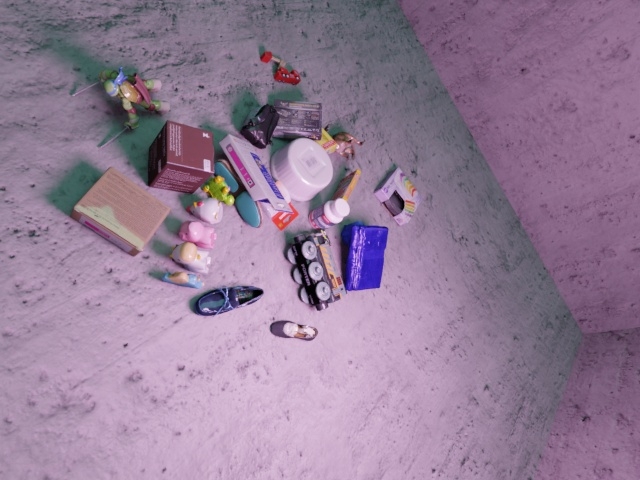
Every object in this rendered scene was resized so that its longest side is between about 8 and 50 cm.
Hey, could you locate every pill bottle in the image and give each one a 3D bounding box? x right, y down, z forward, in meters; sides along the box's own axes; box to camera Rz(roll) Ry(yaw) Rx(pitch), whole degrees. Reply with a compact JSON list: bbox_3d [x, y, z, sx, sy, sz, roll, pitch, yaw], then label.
[{"bbox_3d":[0.040,-0.118,1.884,0.108,0.180,0.107,16,63,-34],"label":"pill bottle"}]

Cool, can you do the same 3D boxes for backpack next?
[{"bbox_3d":[-0.263,-0.508,1.834,0.152,0.115,0.181,43,60,-42],"label":"backpack"},{"bbox_3d":[0.169,-0.028,1.993,0.098,0.120,0.101,35,53,-25],"label":"backpack"}]

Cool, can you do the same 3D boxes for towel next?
[{"bbox_3d":[0.221,0.082,1.933,0.228,0.076,0.307,-1,102,-38],"label":"towel"}]

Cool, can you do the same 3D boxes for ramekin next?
[{"bbox_3d":[-0.076,-0.328,1.906,0.278,0.135,0.276,16,64,-34],"label":"ramekin"}]

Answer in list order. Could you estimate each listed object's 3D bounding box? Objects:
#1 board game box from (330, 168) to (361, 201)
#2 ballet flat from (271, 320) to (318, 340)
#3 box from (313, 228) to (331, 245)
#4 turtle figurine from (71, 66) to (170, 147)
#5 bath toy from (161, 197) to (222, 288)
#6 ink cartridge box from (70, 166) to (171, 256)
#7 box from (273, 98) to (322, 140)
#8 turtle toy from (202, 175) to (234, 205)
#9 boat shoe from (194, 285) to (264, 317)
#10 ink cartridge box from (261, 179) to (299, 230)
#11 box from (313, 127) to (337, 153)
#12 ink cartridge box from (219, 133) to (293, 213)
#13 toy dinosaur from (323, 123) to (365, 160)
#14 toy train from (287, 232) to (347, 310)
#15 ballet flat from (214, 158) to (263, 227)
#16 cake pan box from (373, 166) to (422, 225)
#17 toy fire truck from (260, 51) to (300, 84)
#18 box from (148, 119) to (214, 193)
[{"bbox_3d":[0.110,-0.232,2.025,0.039,0.124,0.259,39,52,-19],"label":"board game box"},{"bbox_3d":[-0.094,0.353,1.656,0.203,0.074,0.074,19,61,-32],"label":"ballet flat"},{"bbox_3d":[0.000,0.000,1.889,0.062,0.052,0.083,-26,91,-43],"label":"box"},{"bbox_3d":[-0.695,-0.501,1.493,0.198,0.274,0.266,41,27,9],"label":"turtle figurine"},{"bbox_3d":[-0.446,-0.006,1.484,0.129,0.151,0.347,8,62,1],"label":"bath toy"},{"bbox_3d":[-0.646,-0.092,1.373,0.235,0.088,0.193,39,53,-22],"label":"ink cartridge box"},{"bbox_3d":[-0.108,-0.562,1.957,0.232,0.056,0.182,3,66,-5],"label":"box"},{"bbox_3d":[-0.387,-0.191,1.633,0.130,0.095,0.066,57,26,-7],"label":"turtle toy"},{"bbox_3d":[-0.324,0.200,1.516,0.259,0.089,0.108,-17,84,-42],"label":"boat shoe"},{"bbox_3d":[-0.177,-0.151,1.810,0.179,0.045,0.145,50,51,-8],"label":"ink cartridge box"},{"bbox_3d":[-0.028,-0.508,2.012,0.087,0.058,0.232,-32,75,-28],"label":"box"},{"bbox_3d":[-0.253,-0.249,1.681,0.370,0.069,0.176,56,16,12],"label":"ink cartridge box"},{"bbox_3d":[0.097,-0.510,2.142,0.200,0.127,0.296,36,29,17],"label":"toy dinosaur"},{"bbox_3d":[-0.011,0.125,1.772,0.190,0.142,0.333,-15,85,-46],"label":"toy train"},{"bbox_3d":[-0.305,-0.200,1.692,0.315,0.108,0.106,59,34,-5],"label":"ballet flat"},{"bbox_3d":[0.436,-0.245,2.339,0.245,0.070,0.267,49,49,-10],"label":"cake pan box"},{"bbox_3d":[-0.195,-0.853,2.082,0.192,0.047,0.135,-7,75,-41],"label":"toy fire truck"},{"bbox_3d":[-0.499,-0.288,1.496,0.167,0.203,0.168,8,67,-37],"label":"box"}]
